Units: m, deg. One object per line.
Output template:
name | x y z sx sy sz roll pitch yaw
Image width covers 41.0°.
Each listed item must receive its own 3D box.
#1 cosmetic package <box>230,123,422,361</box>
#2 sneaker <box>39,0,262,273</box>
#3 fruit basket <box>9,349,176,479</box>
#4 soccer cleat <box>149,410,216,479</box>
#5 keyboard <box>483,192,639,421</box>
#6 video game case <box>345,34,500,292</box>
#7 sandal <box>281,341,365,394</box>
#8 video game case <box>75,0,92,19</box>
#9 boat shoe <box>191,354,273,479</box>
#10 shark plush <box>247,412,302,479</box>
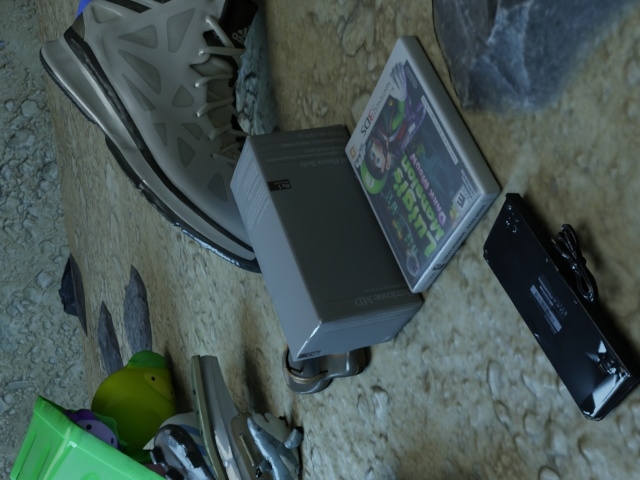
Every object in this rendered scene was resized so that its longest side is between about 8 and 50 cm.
cosmetic package | 0.000 0.000 0.935 0.238 0.127 0.107 65 150 27
sneaker | -0.145 -0.183 1.100 0.447 0.257 0.169 48 -170 13
fruit basket | -0.391 0.404 1.742 0.283 0.392 0.391 9 107 56
soccer cleat | -0.147 0.426 1.437 0.116 0.143 0.331 -39 81 27
keyboard | 0.190 0.041 0.673 0.108 0.023 0.180 103 147 -50
video game case | 0.090 -0.071 0.840 0.190 0.022 0.173 67 152 27
sandal | -0.011 0.152 1.085 0.219 0.060 0.089 -26 75 64
video game case | -0.303 -0.403 1.347 0.244 0.061 0.269 -64 13 -23
boat shoe | -0.131 0.320 1.346 0.113 0.103 0.302 124 132 -73
shark plush | -0.070 0.328 1.261 0.073 0.067 0.161 30 125 59
